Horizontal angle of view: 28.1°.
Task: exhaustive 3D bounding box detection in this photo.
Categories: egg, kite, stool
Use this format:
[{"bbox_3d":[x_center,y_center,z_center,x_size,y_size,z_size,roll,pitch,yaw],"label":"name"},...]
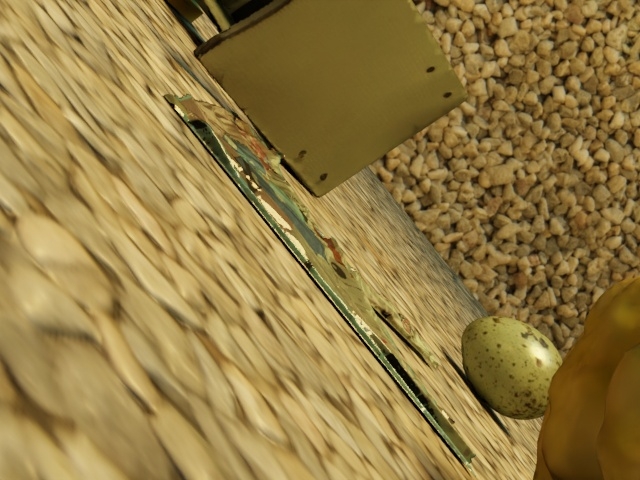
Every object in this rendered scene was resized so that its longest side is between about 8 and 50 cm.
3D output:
[{"bbox_3d":[0.178,0.118,1.197,0.110,0.085,0.085,38,3,9],"label":"egg"},{"bbox_3d":[0.001,0.000,0.880,0.368,0.014,0.406,45,9,-47],"label":"kite"},{"bbox_3d":[-0.031,-0.217,1.103,0.243,0.170,0.270,60,8,31],"label":"stool"}]

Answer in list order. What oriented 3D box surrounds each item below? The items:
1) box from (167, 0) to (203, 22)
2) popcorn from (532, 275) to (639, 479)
[{"bbox_3d":[-0.162,-0.262,1.217,0.073,0.020,0.149,54,7,18],"label":"box"},{"bbox_3d":[0.266,0.171,0.612,0.349,0.349,0.381,46,46,-44],"label":"popcorn"}]
